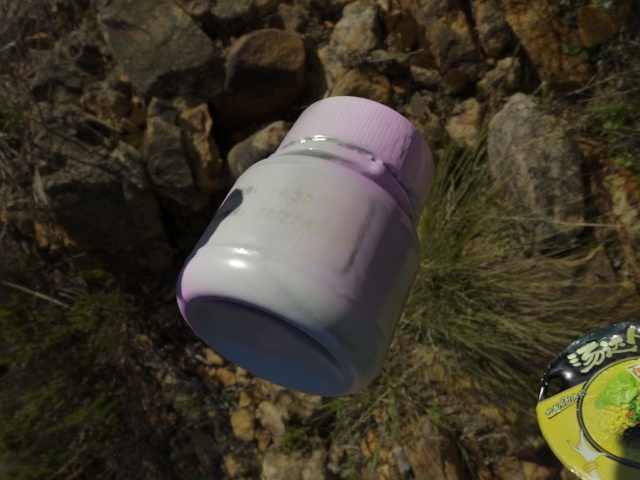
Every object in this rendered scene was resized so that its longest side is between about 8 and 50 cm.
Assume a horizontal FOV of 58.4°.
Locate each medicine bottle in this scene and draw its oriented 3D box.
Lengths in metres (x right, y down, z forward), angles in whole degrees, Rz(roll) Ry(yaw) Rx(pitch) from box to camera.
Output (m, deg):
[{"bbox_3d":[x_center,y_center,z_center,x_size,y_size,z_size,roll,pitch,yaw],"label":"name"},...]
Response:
[{"bbox_3d":[0.000,0.000,0.679,0.241,0.241,0.302,90,-158,-56],"label":"medicine bottle"}]

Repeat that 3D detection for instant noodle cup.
[{"bbox_3d":[0.372,0.236,0.613,0.236,0.215,0.215,57,171,-29],"label":"instant noodle cup"}]
